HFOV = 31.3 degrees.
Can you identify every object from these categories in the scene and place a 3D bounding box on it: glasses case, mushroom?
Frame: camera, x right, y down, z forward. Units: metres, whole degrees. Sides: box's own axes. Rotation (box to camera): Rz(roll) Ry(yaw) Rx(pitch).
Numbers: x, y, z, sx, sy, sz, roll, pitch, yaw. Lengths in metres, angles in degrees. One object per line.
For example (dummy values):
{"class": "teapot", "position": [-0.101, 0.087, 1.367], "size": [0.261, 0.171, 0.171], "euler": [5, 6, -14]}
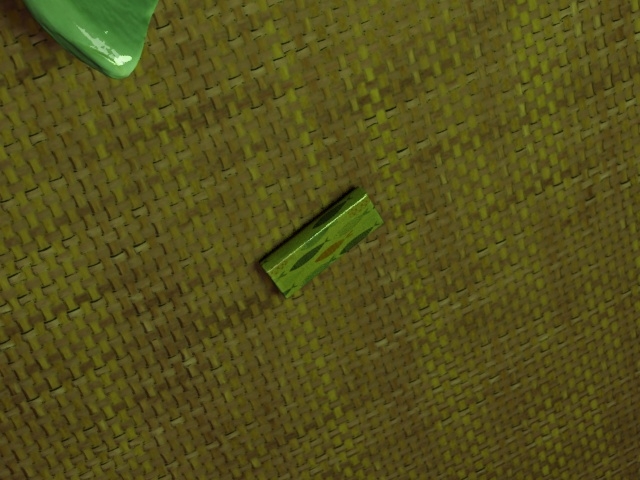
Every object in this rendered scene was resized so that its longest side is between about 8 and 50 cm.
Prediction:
{"class": "glasses case", "position": [0.000, 0.000, 1.528], "size": [0.170, 0.041, 0.065], "euler": [-38, 133, -5]}
{"class": "mushroom", "position": [-0.302, -0.325, 1.194], "size": [0.122, 0.159, 0.328], "euler": [-38, 119, 18]}
